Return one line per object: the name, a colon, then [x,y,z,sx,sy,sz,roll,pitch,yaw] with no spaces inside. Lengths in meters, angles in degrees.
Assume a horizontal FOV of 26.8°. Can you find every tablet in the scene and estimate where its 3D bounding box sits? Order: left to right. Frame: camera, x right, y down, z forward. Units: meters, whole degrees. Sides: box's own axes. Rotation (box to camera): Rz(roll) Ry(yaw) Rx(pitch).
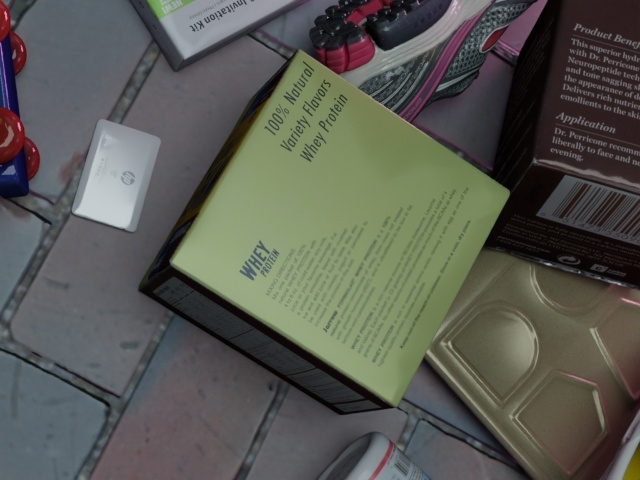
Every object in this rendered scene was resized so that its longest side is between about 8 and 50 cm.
tablet: [-0.164,-0.052,1.085,0.054,0.006,0.083,18,75,-14]

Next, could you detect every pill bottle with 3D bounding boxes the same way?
pill bottle: [0.072,0.234,1.063,0.160,0.087,0.087,44,70,-5]

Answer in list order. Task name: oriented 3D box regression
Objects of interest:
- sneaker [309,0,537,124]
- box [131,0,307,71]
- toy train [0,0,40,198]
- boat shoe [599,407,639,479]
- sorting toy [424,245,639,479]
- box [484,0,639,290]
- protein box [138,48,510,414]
sneaker: [0.121,-0.196,1.161,0.299,0.121,0.112,-34,120,-22]
box: [-0.108,-0.256,1.126,0.145,0.038,0.186,-32,91,-21]
toy train: [-0.301,-0.150,1.017,0.143,0.105,0.248,-8,82,-6]
boat shoe: [0.298,0.162,1.058,0.136,0.156,0.367,41,71,8]
sorting toy: [0.243,0.061,1.182,0.229,0.041,0.307,47,69,0]
box: [0.246,-0.092,1.113,0.169,0.167,0.203,16,66,-2]
protein box: [0.000,0.000,1.059,0.201,0.136,0.199,33,72,-10]
